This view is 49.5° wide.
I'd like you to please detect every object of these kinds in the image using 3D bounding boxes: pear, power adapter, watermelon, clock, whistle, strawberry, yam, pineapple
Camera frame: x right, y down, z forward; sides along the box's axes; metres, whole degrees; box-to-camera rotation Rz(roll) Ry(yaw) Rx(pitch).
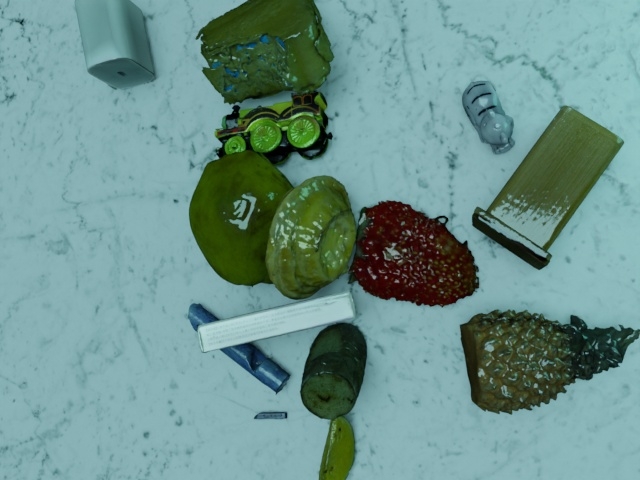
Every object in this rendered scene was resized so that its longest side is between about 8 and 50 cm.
[{"bbox_3d":[-0.168,-0.049,1.613,0.269,0.269,0.321,-4,101,13],"label":"pear"},{"bbox_3d":[-0.526,-0.538,1.768,0.124,0.187,0.255,-13,82,11],"label":"power adapter"},{"bbox_3d":[0.045,0.496,1.610,0.075,0.092,0.182,12,80,0],"label":"watermelon"},{"bbox_3d":[0.381,-0.288,1.572,0.080,0.117,0.176,-27,80,10],"label":"clock"},{"bbox_3d":[-0.209,0.262,1.698,0.304,0.062,0.062,35,94,13],"label":"whistle"},{"bbox_3d":[0.214,0.031,1.580,0.306,0.138,0.233,11,87,15],"label":"strawberry"},{"bbox_3d":[0.031,0.299,1.566,0.154,0.254,0.154,2,108,6],"label":"yam"},{"bbox_3d":[0.489,0.241,1.474,0.357,0.223,0.223,-10,84,3],"label":"pineapple"}]

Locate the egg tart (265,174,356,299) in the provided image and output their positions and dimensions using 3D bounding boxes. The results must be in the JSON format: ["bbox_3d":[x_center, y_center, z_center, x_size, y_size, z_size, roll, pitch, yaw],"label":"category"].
[{"bbox_3d":[0.000,0.000,1.550,0.115,0.290,0.290,19,90,33],"label":"egg tart"}]

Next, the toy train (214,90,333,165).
[{"bbox_3d":[-0.117,-0.270,1.699,0.296,0.100,0.161,-7,77,13],"label":"toy train"}]

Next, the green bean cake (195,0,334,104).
[{"bbox_3d":[-0.126,-0.427,1.636,0.310,0.202,0.285,-21,42,11],"label":"green bean cake"}]

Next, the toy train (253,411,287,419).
[{"bbox_3d":[-0.123,0.426,1.688,0.083,0.017,0.017,-4,83,13],"label":"toy train"}]

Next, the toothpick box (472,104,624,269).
[{"bbox_3d":[0.493,-0.114,1.506,0.187,0.190,0.308,36,91,15],"label":"toothpick box"}]

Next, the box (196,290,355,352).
[{"bbox_3d":[-0.092,0.182,1.575,0.343,0.200,0.065,-13,84,1],"label":"box"}]
